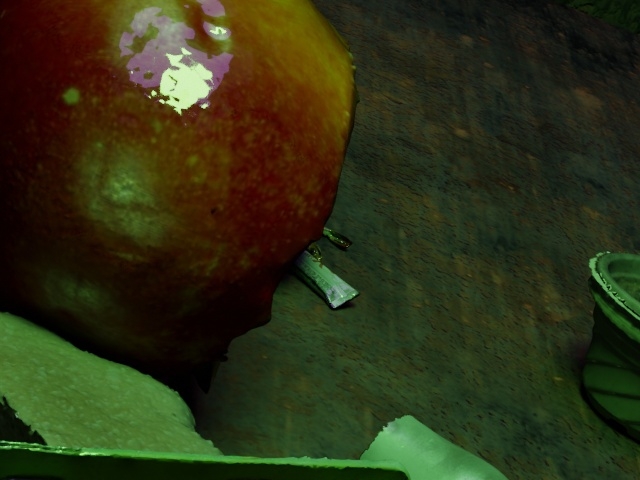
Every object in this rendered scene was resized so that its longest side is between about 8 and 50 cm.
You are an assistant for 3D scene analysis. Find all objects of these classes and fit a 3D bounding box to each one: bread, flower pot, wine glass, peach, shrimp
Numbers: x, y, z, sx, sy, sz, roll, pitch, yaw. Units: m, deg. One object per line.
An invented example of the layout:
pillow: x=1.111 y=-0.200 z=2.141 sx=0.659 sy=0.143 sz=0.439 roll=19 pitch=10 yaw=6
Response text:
bread: x=-0.156 y=0.165 z=1.285 sx=0.183 sy=0.102 sz=0.337 roll=10 pitch=23 yaw=-38
flower pot: x=0.352 y=0.120 z=1.821 sx=0.235 sy=0.140 sz=0.235 roll=22 pitch=22 yaw=-9
wine glass: x=0.121 y=0.224 z=1.430 sx=0.202 sy=0.093 sz=0.093 roll=36 pitch=25 yaw=27
peach: x=-0.156 y=-0.090 z=1.475 sx=0.310 sy=0.335 sz=0.406 roll=26 pitch=45 yaw=-20
shrimp: x=0.000 y=0.000 z=1.898 sx=0.083 sy=0.023 sz=0.114 roll=15 pitch=20 yaw=-27

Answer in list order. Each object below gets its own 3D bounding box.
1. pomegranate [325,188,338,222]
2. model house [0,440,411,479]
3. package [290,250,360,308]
pomegranate: x=-0.069 y=-0.096 z=1.750 sx=0.214 sy=0.248 sz=0.214 roll=26 pitch=24 yaw=-12
model house: x=-0.080 y=0.280 z=0.931 sx=0.358 sy=0.242 sz=0.313 roll=11 pitch=29 yaw=-33
package: x=-0.008 y=0.031 z=1.821 sx=0.037 sy=0.015 sz=0.110 roll=-25 pitch=50 yaw=-34
